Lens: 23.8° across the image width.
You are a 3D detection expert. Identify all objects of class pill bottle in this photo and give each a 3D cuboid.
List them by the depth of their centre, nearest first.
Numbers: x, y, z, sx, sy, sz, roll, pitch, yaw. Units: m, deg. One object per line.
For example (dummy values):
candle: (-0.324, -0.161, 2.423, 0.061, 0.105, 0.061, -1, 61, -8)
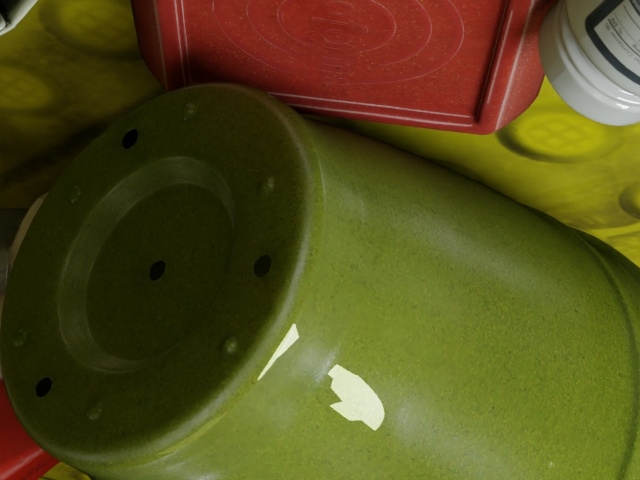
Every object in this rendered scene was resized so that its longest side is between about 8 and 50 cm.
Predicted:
pill bottle: (0.183, -0.129, 0.743, 0.108, 0.108, 0.180, 14, 157, -15)

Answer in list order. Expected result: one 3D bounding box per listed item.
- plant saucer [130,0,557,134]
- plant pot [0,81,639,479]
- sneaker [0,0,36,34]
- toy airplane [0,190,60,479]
plant saucer: (0.012, -0.135, 0.859, 0.259, 0.047, 0.258, 6, 157, 1)
plant pot: (0.000, 0.083, 0.967, 0.366, 0.366, 0.353, -10, 151, 35)
sneaker: (-0.198, -0.147, 0.842, 0.064, 0.086, 0.192, 22, 153, -31)
toy airplane: (-0.279, 0.115, 1.224, 0.272, 0.386, 0.384, 41, -179, 9)
